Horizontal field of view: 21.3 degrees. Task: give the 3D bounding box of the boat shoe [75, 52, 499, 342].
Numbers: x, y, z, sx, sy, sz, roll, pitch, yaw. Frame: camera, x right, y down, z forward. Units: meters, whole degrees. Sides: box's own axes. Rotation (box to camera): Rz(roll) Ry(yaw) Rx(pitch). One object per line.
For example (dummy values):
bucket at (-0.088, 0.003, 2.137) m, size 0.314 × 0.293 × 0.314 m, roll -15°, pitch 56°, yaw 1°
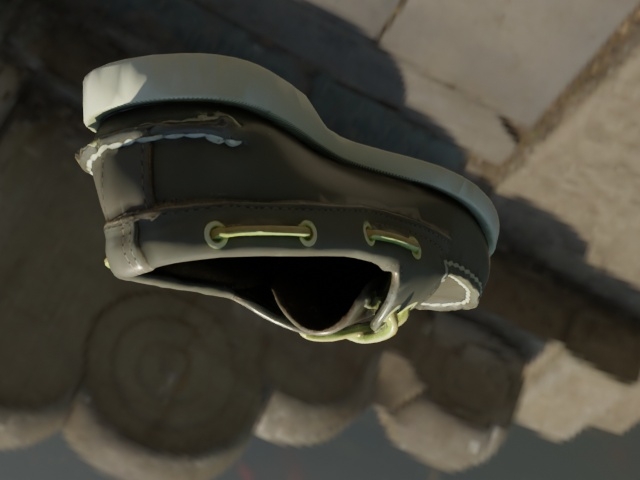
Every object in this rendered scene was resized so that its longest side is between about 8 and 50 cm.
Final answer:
boat shoe at (-0.004, 0.001, 0.798) m, size 0.109 × 0.091 × 0.305 m, roll -10°, pitch 162°, yaw 29°
